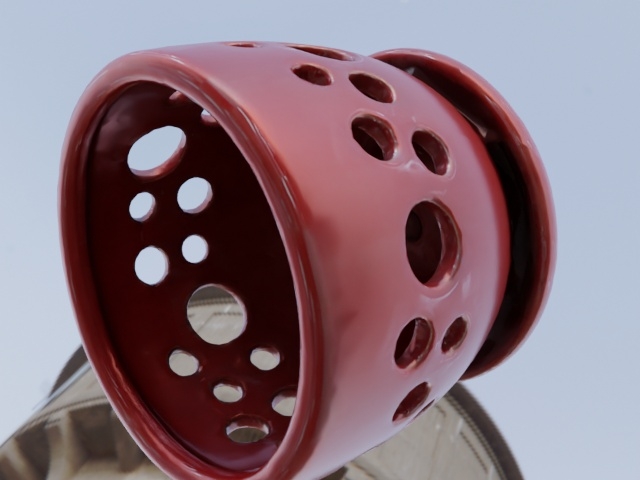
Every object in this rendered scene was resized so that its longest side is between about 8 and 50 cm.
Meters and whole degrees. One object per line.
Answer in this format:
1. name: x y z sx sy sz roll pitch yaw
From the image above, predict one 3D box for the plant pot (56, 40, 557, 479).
1. plant pot: 0.000 0.000 0.446 0.191 0.174 0.191 23 -59 45
